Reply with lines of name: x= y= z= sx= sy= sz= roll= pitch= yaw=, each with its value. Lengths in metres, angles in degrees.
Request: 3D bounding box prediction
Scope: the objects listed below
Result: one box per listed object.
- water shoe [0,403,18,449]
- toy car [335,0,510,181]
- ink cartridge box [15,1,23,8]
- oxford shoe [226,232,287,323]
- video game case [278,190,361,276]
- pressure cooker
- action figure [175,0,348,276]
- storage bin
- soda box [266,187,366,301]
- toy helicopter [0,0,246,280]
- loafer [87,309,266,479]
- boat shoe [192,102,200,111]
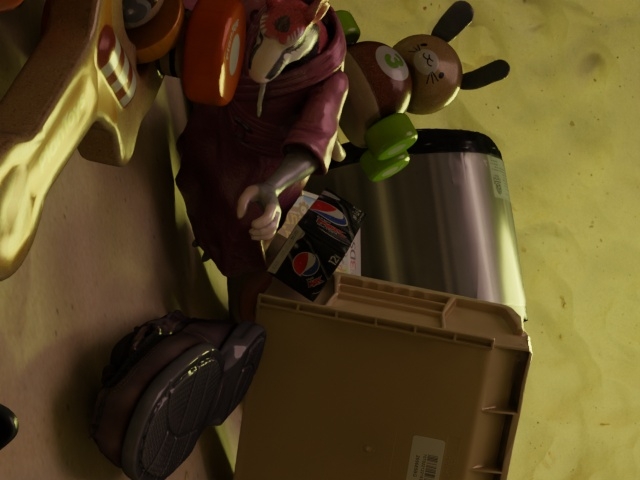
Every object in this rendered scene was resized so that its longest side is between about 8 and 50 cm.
water shoe: x=-0.153 y=0.164 z=0.420 sx=0.073 sy=0.080 sz=0.203 roll=31 pitch=48 yaw=-80
toy car: x=0.103 y=-0.180 z=1.097 sx=0.155 sy=0.188 sz=0.149 roll=62 pitch=-8 yaw=11
ink cartridge box: x=-0.217 y=-0.314 z=0.723 sx=0.223 sy=0.045 sz=0.224 roll=-93 pitch=-171 yaw=-51
oxford shoe: x=-0.029 y=0.141 z=1.232 sx=0.146 sy=0.140 sz=0.397 roll=-124 pitch=-159 yaw=-47
video game case: x=-0.020 y=0.028 z=1.371 sx=0.212 sy=0.023 sz=0.193 roll=16 pitch=67 yaw=-44
pressure cooker: x=0.138 y=0.062 z=1.633 sx=0.375 sy=0.370 sz=0.420 roll=-23 pitch=-107 yaw=62
action figure: x=-0.032 y=-0.118 z=0.965 sx=0.248 sy=0.275 sz=0.370 roll=57 pitch=-28 yaw=14
storage bin: x=0.053 y=0.181 z=1.004 sx=0.123 sy=0.260 sz=0.262 roll=-51 pitch=151 yaw=-76
soda box: x=0.000 y=0.000 z=0.997 sx=0.053 sy=0.060 sz=0.169 roll=33 pitch=16 yaw=0
toy helicopter: x=-0.151 y=-0.126 z=0.647 sx=0.235 sy=0.140 sz=0.355 roll=96 pitch=8 yaw=-45
loafer: x=-0.124 y=0.109 z=0.801 sx=0.302 sy=0.095 sz=0.109 roll=-15 pitch=125 yaw=-79
boat shoe: x=-0.106 y=-0.198 z=1.260 sx=0.110 sy=0.121 sz=0.341 roll=50 pitch=39 yaw=-78
